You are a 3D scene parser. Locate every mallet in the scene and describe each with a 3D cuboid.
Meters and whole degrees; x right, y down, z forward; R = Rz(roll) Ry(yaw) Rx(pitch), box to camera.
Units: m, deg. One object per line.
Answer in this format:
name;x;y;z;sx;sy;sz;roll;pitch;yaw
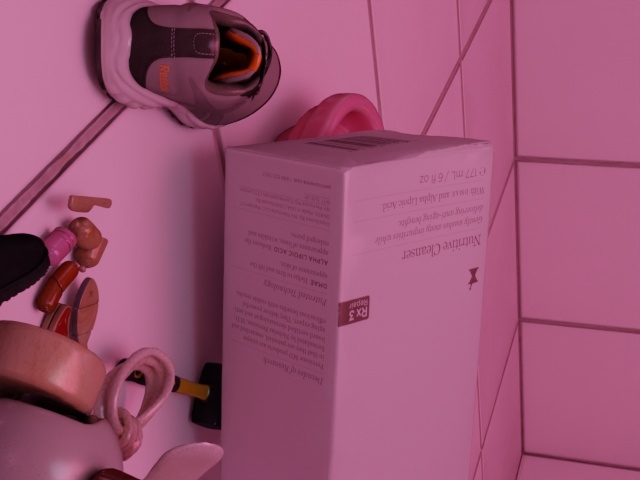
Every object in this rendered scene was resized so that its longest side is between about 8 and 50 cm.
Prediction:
mallet;-0.128;0.138;0.980;0.189;0.039;0.062;19;79;-66

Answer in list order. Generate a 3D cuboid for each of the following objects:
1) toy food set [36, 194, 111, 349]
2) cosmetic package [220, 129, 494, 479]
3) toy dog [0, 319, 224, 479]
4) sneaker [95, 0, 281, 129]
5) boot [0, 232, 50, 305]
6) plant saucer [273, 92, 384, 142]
toy food set;-0.186;0.026;0.804;0.078;0.019;0.122;2;100;-71
cosmetic package;0.031;0.099;1.027;0.217;0.156;0.385;-13;109;-44
toy dog;-0.139;0.183;0.740;0.333;0.161;0.220;30;75;-68
sneaker;-0.083;-0.144;0.924;0.271;0.108;0.100;-13;105;-72
boot;-0.215;-0.009;0.676;0.121;0.045;0.099;-52;136;-61
plant saucer;0.000;0.000;1.235;0.332;0.084;0.332;5;90;-72
